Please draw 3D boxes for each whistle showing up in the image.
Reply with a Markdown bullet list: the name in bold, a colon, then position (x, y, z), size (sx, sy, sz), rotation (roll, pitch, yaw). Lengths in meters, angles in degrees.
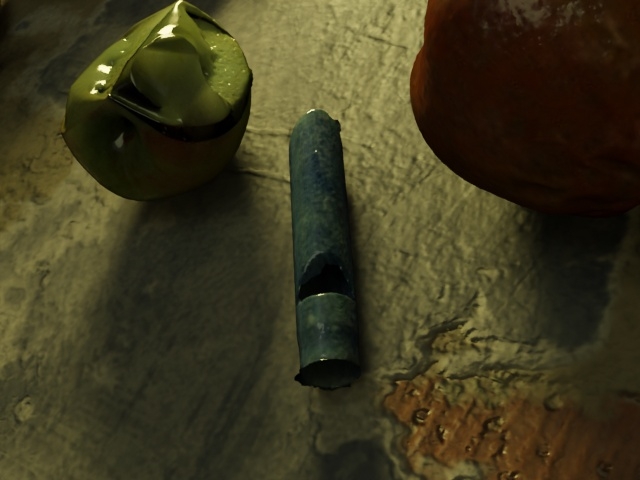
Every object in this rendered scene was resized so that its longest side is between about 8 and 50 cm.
- **whistle**: position (0.000, 0.000, 0.992), size (0.062, 0.062, 0.304), rotation (-13, 53, 13)

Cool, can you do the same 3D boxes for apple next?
- **apple**: position (-0.170, -0.146, 1.097), size (0.207, 0.174, 0.188), rotation (-2, 36, 23)

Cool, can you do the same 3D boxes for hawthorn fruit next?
- **hawthorn fruit**: position (0.234, -0.136, 0.878), size (0.277, 0.277, 0.298), rotation (-37, 78, -6)

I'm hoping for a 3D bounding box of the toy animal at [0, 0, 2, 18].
- **toy animal**: position (-0.495, -0.316, 1.390), size (0.324, 0.090, 0.195), rotation (9, 49, 45)
